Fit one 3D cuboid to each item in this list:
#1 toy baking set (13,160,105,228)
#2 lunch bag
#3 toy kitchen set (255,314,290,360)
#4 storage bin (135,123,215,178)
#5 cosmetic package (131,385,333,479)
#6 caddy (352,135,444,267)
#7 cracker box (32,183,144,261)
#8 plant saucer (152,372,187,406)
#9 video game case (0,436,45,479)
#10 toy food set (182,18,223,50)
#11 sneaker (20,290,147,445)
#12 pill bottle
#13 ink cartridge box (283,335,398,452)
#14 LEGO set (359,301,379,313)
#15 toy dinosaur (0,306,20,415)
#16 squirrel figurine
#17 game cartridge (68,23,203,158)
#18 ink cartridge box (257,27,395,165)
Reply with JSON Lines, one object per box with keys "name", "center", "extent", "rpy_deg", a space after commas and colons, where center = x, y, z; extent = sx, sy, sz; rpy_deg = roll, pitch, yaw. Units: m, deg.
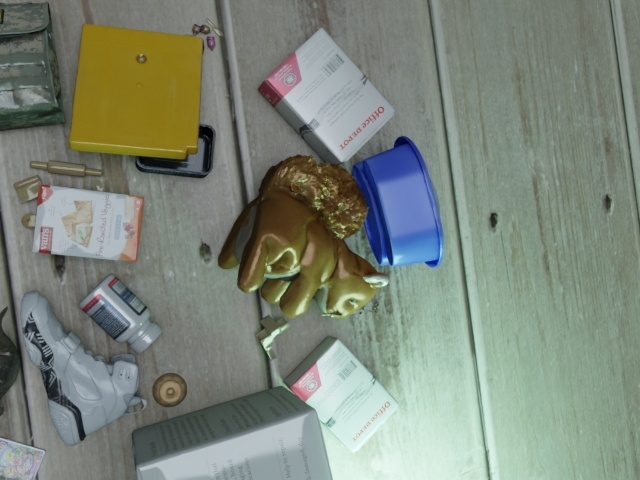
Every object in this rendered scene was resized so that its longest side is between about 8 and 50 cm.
{"name": "toy baking set", "center": [-0.586, -0.088, 1.735], "extent": [0.256, 0.030, 0.196], "rpy_deg": [2, 91, -15]}
{"name": "lunch bag", "center": [-0.710, -0.400, 1.639], "extent": [0.235, 0.169, 0.286], "rpy_deg": [-9, 83, -12]}
{"name": "toy kitchen set", "center": [-0.118, 0.238, 1.852], "extent": [0.083, 0.068, 0.075], "rpy_deg": [-33, 125, -14]}
{"name": "storage bin", "center": [-0.350, -0.221, 1.775], "extent": [0.180, 0.084, 0.122], "rpy_deg": [5, 87, -16]}
{"name": "cosmetic package", "center": [-0.195, 0.559, 1.668], "extent": [0.394, 0.329, 0.327], "rpy_deg": [-14, 93, -15]}
{"name": "caddy", "center": [0.212, -0.088, 1.851], "extent": [0.179, 0.241, 0.341], "rpy_deg": [-15, 93, -9]}
{"name": "cracker box", "center": [-0.533, -0.038, 1.700], "extent": [0.232, 0.067, 0.155], "rpy_deg": [6, 90, -15]}
{"name": "plant saucer", "center": [-0.365, 0.364, 1.788], "extent": [0.084, 0.015, 0.083], "rpy_deg": [0, 88, -16]}
{"name": "video game case", "center": [-0.707, 0.506, 1.690], "extent": [0.122, 0.011, 0.087], "rpy_deg": [22, 83, -14]}
{"name": "toy food set", "center": [-0.302, -0.495, 1.829], "extent": [0.078, 0.019, 0.122], "rpy_deg": [45, 78, -10]}
{"name": "sneaker", "center": [-0.539, 0.267, 1.684], "extent": [0.210, 0.137, 0.365], "rpy_deg": [-18, 98, -16]}
{"name": "pill bottle", "center": [-0.462, 0.175, 1.719], "extent": [0.108, 0.108, 0.180], "rpy_deg": [-45, 100, -12]}
{"name": "ink cartridge box", "center": [0.052, 0.386, 1.861], "extent": [0.172, 0.100, 0.237], "rpy_deg": [-44, 99, -13]}
{"name": "LEGO set", "center": [0.113, 0.168, 1.929], "extent": [0.083, 0.023, 0.054], "rpy_deg": [32, 82, -26]}
{"name": "toy dinosaur", "center": [-0.749, 0.300, 1.648], "extent": [0.160, 0.121, 0.313], "rpy_deg": [27, 77, -25]}
{"name": "squirrel figurine", "center": [0.000, 0.000, 1.778], "extent": [0.371, 0.281, 0.396], "rpy_deg": [24, 85, -20]}
{"name": "game cartridge", "center": [-0.422, -0.346, 1.716], "extent": [0.286, 0.052, 0.323], "rpy_deg": [4, 69, -12]}
{"name": "ink cartridge box", "center": [0.015, -0.354, 1.864], "extent": [0.207, 0.117, 0.283], "rpy_deg": [-45, 99, -13]}
